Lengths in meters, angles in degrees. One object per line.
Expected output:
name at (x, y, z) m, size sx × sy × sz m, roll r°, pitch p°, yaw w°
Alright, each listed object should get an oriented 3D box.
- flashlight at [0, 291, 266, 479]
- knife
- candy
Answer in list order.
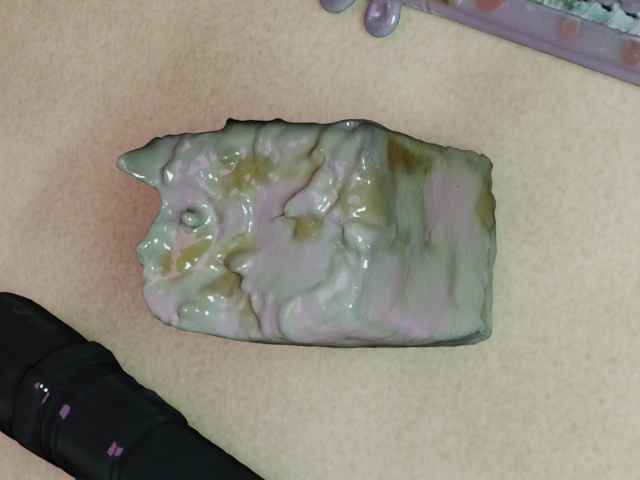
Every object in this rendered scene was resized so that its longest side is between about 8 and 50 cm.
flashlight at (-0.109, 0.162, 1.256) m, size 0.424 × 0.103 × 0.103 m, roll 30°, pitch 98°, yaw 37°
knife at (0.148, -0.158, 1.170) m, size 0.399 × 0.038 × 0.132 m, roll 27°, pitch 98°, yaw 38°
candy at (0.000, 0.000, 1.154) m, size 0.185 × 0.195 × 0.137 m, roll 1°, pitch 84°, yaw 33°
